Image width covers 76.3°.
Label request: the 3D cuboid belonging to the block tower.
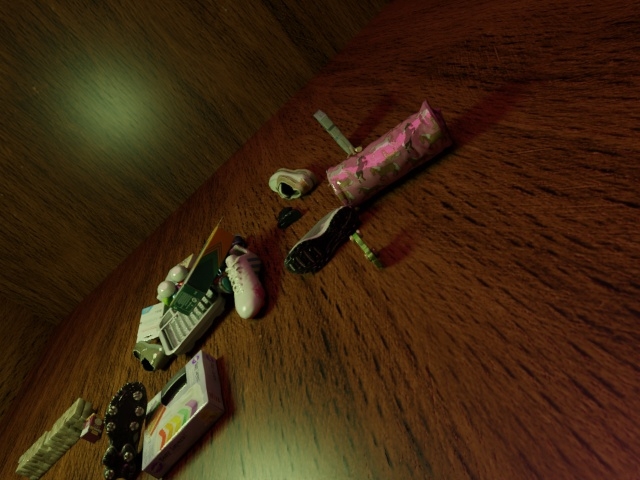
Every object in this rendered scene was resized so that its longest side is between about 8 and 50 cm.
[{"bbox_3d":[-1.027,0.780,1.588,0.335,0.091,0.097,-45,26,2],"label":"block tower"}]

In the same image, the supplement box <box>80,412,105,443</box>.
[{"bbox_3d":[-0.825,0.682,1.480,0.043,0.055,0.083,-41,28,7],"label":"supplement box"}]

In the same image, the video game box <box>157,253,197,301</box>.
[{"bbox_3d":[-0.702,0.183,2.012,0.187,0.048,0.205,-34,29,25],"label":"video game box"}]

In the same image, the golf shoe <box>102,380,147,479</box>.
[{"bbox_3d":[-0.564,0.537,1.175,0.120,0.105,0.273,172,108,-73],"label":"golf shoe"}]

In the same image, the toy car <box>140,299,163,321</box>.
[{"bbox_3d":[-0.726,0.322,1.843,0.225,0.053,0.239,-55,29,-18],"label":"toy car"}]

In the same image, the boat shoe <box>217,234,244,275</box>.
[{"bbox_3d":[-0.427,0.075,1.715,0.258,0.109,0.089,-51,31,-7],"label":"boat shoe"}]

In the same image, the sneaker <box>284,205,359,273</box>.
[{"bbox_3d":[0.000,0.000,1.247,0.271,0.100,0.108,-42,16,-6],"label":"sneaker"}]

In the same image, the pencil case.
[{"bbox_3d":[0.205,-0.252,1.232,0.386,0.160,0.167,-32,59,24],"label":"pencil case"}]

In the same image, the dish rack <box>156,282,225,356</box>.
[{"bbox_3d":[-0.481,0.282,1.538,0.286,0.072,0.332,-50,27,-12],"label":"dish rack"}]

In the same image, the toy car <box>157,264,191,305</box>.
[{"bbox_3d":[-0.584,0.209,1.737,0.136,0.159,0.182,25,67,23],"label":"toy car"}]

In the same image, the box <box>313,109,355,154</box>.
[{"bbox_3d":[0.057,-0.445,1.670,0.038,0.186,0.145,-43,27,9],"label":"box"}]

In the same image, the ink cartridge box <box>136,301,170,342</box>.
[{"bbox_3d":[-0.687,0.353,1.685,0.104,0.060,0.180,-18,41,3],"label":"ink cartridge box"}]

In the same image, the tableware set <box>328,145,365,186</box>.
[{"bbox_3d":[0.103,-0.292,1.554,0.128,0.039,0.194,4,54,56],"label":"tableware set"}]

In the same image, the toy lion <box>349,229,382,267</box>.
[{"bbox_3d":[0.119,0.025,1.032,0.034,0.100,0.096,-40,8,6],"label":"toy lion"}]

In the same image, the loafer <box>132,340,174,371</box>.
[{"bbox_3d":[-0.648,0.438,1.528,0.251,0.094,0.087,-14,36,45],"label":"loafer"}]

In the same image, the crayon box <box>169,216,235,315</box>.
[{"bbox_3d":[-0.419,0.092,1.493,0.203,0.083,0.323,-44,22,45],"label":"crayon box"}]

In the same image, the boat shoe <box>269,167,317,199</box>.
[{"bbox_3d":[-0.144,-0.238,1.745,0.302,0.113,0.103,2,47,54],"label":"boat shoe"}]

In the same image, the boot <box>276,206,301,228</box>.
[{"bbox_3d":[-0.124,-0.103,1.608,0.121,0.045,0.099,-34,26,22],"label":"boot"}]

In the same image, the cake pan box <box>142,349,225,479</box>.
[{"bbox_3d":[-0.389,0.472,1.151,0.245,0.070,0.267,-43,26,-1],"label":"cake pan box"}]

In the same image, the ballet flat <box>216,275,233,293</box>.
[{"bbox_3d":[-0.329,0.158,1.438,0.070,0.070,0.188,-41,-8,9],"label":"ballet flat"}]

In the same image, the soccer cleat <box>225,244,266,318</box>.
[{"bbox_3d":[-0.266,0.132,1.366,0.116,0.143,0.331,-41,27,11],"label":"soccer cleat"}]
